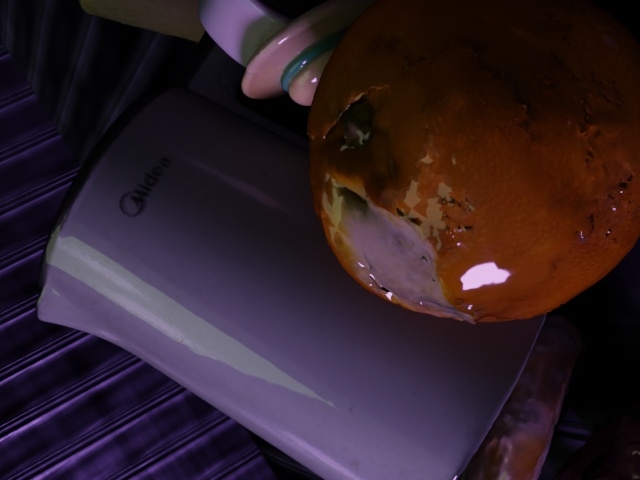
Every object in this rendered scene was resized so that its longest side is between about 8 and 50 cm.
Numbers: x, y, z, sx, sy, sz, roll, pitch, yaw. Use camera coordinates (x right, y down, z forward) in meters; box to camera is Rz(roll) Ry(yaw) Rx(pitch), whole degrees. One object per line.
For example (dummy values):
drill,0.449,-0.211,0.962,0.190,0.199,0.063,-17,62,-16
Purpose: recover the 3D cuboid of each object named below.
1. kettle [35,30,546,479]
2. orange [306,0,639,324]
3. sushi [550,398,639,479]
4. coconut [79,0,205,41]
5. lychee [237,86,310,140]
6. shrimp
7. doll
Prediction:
kettle,0.000,0.000,0.854,0.376,0.361,0.250,29,168,4
orange,0.107,-0.063,0.656,0.240,0.240,0.240,48,159,25
sushi,0.289,0.278,0.843,0.236,0.171,0.270,52,156,17
coconut,-0.138,-0.312,0.924,0.233,0.233,0.245,14,127,64
lychee,-0.073,-0.044,1.097,0.276,0.276,0.304,46,-164,30
shrimp,0.182,0.208,0.983,0.110,0.221,0.446,20,161,9
doll,-0.071,-0.224,0.759,0.271,0.208,0.144,22,149,-13
